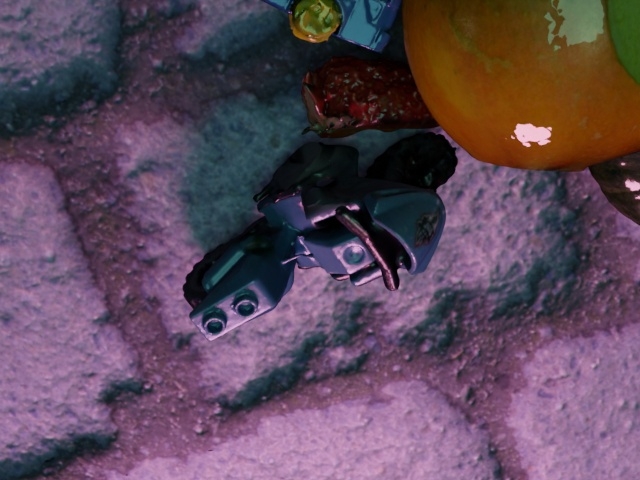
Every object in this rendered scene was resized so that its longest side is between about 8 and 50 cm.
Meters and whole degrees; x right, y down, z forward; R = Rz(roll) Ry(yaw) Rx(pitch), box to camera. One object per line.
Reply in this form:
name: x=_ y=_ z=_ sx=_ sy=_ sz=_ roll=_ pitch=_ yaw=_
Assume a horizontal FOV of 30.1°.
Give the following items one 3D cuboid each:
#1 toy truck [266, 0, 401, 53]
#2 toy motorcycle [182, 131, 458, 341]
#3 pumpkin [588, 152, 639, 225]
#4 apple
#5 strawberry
toy truck: x=-0.072 y=-0.361 z=1.444 sx=0.384 sy=0.161 sz=0.162 roll=26 pitch=99 yaw=-9
toy motorcycle: x=0.000 y=0.000 z=1.537 sx=0.416 sy=0.232 sz=0.172 roll=-28 pitch=120 yaw=10
pumpkin: x=0.477 y=-0.142 z=1.503 sx=0.300 sy=0.207 sz=0.300 roll=3 pitch=114 yaw=7
apple: x=0.283 y=-0.251 z=1.337 sx=0.383 sy=0.374 sz=0.374 roll=-3 pitch=110 yaw=-2
strawberry: x=0.089 y=-0.186 z=1.511 sx=0.228 sy=0.174 sz=0.098 roll=-4 pitch=91 yaw=-3
